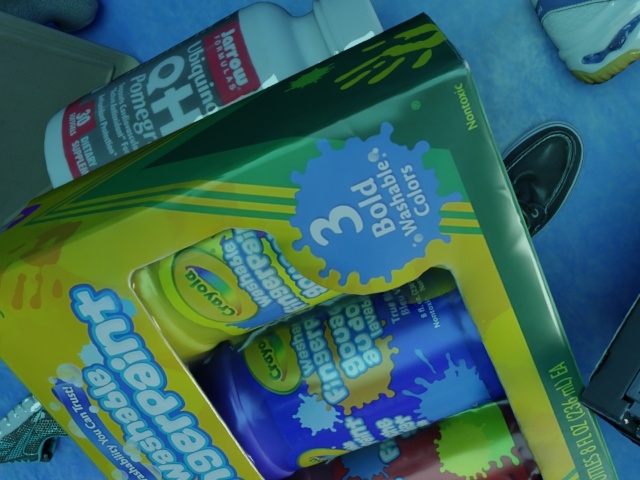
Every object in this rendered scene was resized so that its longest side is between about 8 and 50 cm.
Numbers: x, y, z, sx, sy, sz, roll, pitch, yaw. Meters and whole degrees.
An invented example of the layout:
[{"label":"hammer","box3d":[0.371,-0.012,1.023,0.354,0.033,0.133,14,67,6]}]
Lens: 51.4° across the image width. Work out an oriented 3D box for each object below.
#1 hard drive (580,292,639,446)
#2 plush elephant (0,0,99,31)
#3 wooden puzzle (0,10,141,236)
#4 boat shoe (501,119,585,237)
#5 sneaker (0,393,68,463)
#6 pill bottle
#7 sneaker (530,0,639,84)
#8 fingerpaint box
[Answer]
[{"label":"hard drive","box3d":[0.381,0.110,0.521,0.339,0.064,0.237,34,86,-22]},{"label":"plush elephant","box3d":[-0.436,-0.194,0.671,0.272,0.330,0.255,36,138,-22]},{"label":"wooden puzzle","box3d":[-0.299,-0.104,0.657,0.044,0.238,0.221,28,102,24]},{"label":"boat shoe","box3d":[0.171,-0.018,0.642,0.080,0.076,0.228,43,104,4]},{"label":"sneaker","box3d":[-0.359,0.245,0.799,0.166,0.065,0.076,-40,92,15]},{"label":"pill bottle","box3d":[-0.079,-0.112,0.631,0.318,0.176,0.176,-25,91,12]},{"label":"sneaker","box3d":[0.315,-0.267,0.550,0.296,0.112,0.131,-37,86,21]},{"label":"fingerpaint box","box3d":[0.009,0.109,0.559,0.371,0.163,0.445,-22,116,11]}]
